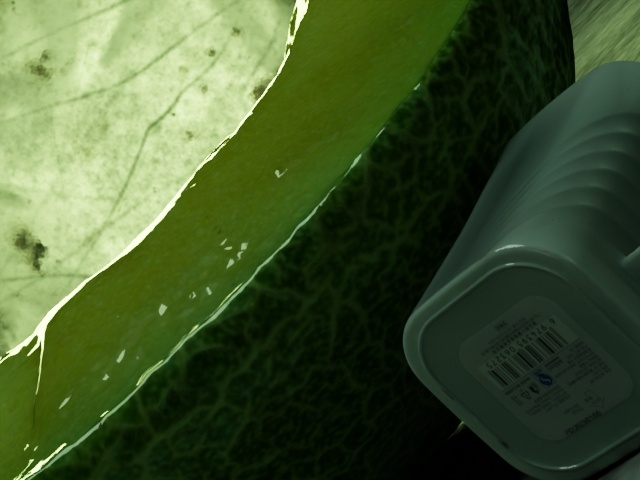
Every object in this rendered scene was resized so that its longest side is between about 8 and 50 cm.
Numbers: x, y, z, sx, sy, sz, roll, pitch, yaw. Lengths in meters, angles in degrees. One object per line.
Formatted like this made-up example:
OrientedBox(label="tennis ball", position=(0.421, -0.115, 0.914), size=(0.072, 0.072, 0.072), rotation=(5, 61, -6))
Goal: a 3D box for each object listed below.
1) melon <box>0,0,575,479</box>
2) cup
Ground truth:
OrientedBox(label="melon", position=(0.000, 0.000, 0.777), size=(0.343, 0.226, 0.331), rotation=(-44, -25, 11))
OrientedBox(label="cup", position=(0.109, 0.002, 0.605), size=(0.128, 0.095, 0.129), rotation=(-41, 9, 42))
